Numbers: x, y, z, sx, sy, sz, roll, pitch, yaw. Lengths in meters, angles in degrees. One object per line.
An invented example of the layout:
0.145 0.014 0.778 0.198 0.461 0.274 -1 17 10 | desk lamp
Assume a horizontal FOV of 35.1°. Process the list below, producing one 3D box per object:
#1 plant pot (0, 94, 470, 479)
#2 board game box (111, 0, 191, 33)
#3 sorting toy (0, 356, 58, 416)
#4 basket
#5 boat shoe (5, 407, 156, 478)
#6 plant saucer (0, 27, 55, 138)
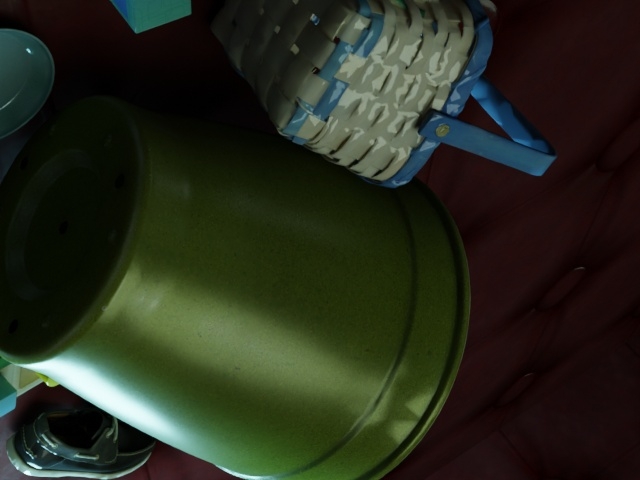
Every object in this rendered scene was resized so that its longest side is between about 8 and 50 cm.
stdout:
-0.111 0.038 0.954 0.353 0.366 0.366 24 115 -43 | plant pot
-0.140 -0.261 0.630 0.047 0.160 0.210 -27 150 -22 | board game box
-0.309 0.122 1.056 0.347 0.047 0.196 -32 157 -41 | sorting toy
0.068 -0.166 0.936 0.289 0.255 0.201 13 122 -44 | basket
-0.294 0.260 1.324 0.079 0.084 0.233 -48 149 18 | boat shoe
-0.275 -0.128 0.818 0.119 0.021 0.119 -30 151 -18 | plant saucer
